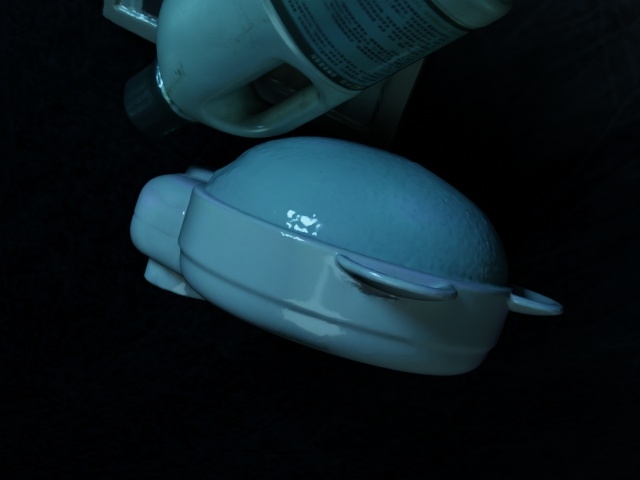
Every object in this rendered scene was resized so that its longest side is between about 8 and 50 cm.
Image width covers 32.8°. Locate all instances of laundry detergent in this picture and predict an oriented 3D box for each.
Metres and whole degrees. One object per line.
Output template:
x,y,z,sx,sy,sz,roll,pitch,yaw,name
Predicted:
-0.019,-0.108,0.543,0.225,0.070,0.099,-25,115,38,laundry detergent

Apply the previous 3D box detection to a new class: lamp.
0.000,-0.003,0.594,0.246,0.179,0.108,16,90,41,lamp

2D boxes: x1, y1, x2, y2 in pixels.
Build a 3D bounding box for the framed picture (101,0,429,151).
-0.010,-0.182,0.542,0.192,0.018,0.265,27,133,7,framed picture
